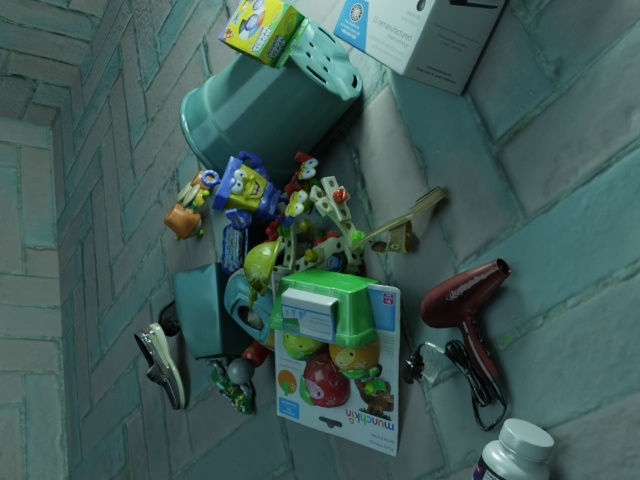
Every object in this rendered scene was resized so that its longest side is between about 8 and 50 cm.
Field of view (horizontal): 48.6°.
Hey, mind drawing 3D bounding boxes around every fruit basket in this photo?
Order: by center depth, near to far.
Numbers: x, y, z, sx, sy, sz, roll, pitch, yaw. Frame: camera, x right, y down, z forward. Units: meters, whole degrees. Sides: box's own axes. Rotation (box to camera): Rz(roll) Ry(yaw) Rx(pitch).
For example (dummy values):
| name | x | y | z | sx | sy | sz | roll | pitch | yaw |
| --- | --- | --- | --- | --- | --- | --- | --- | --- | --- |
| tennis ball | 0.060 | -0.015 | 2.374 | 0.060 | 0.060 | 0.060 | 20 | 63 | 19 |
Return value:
| name | x | y | z | sx | sy | sz | roll | pitch | yaw |
| --- | --- | --- | --- | --- | --- | --- | --- | --- | --- |
| fruit basket | 0.016 | 0.244 | 1.467 | 0.327 | 0.165 | 0.352 | 9 | 100 | 37 |

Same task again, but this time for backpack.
| name | x | y | z | sx | sy | sz | roll | pitch | yaw |
| --- | --- | --- | --- | --- | --- | --- | --- | --- | --- |
| backpack | -0.193 | 0.027 | 1.794 | 0.173 | 0.117 | 0.158 | -14 | 71 | 61 |

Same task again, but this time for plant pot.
| name | x | y | z | sx | sy | sz | roll | pitch | yaw |
| --- | --- | --- | --- | --- | --- | --- | --- | --- | --- |
| plant pot | -0.102 | -0.333 | 1.679 | 0.334 | 0.341 | 0.341 | -40 | 52 | 34 |
| plant pot | -0.279 | 0.196 | 1.911 | 0.166 | 0.165 | 0.234 | -15 | 75 | 30 |

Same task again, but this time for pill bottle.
| name | x | y | z | sx | sy | sz | roll | pitch | yaw |
| --- | --- | --- | --- | --- | --- | --- | --- | --- | --- |
| pill bottle | 0.296 | 0.387 | 1.123 | 0.108 | 0.108 | 0.193 | 35 | 112 | 52 |

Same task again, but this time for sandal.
| name | x | y | z | sx | sy | sz | roll | pitch | yaw |
| --- | --- | --- | --- | --- | --- | --- | --- | --- | --- |
| sandal | 0.165 | -0.012 | 1.424 | 0.240 | 0.088 | 0.079 | -36 | 91 | 30 |

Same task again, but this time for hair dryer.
| name | x | y | z | sx | sy | sz | roll | pitch | yaw |
| --- | --- | --- | --- | --- | --- | --- | --- | --- | --- |
| hair dryer | 0.271 | 0.165 | 1.262 | 0.224 | 0.080 | 0.293 | 24 | 108 | 38 |

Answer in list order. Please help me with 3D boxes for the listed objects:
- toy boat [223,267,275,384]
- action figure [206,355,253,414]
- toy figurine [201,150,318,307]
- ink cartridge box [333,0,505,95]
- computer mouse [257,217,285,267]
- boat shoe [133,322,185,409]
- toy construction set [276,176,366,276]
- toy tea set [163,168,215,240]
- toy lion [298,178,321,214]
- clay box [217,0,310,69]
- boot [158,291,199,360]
| name | x | y | z | sx | sy | sz | roll | pitch | yaw |
| --- | --- | --- | --- | --- | --- | --- | --- | --- | --- |
| toy boat | -0.139 | 0.225 | 1.698 | 0.268 | 0.148 | 0.318 | 35 | 137 | 11 |
| action figure | -0.240 | 0.390 | 1.932 | 0.232 | 0.064 | 0.137 | 47 | 117 | 44 |
| toy figurine | -0.171 | -0.064 | 1.525 | 0.191 | 0.217 | 0.362 | -42 | 26 | 57 |
| ink cartridge box | 0.222 | -0.526 | 1.371 | 0.285 | 0.166 | 0.394 | 47 | 120 | 48 |
| computer mouse | -0.149 | 0.004 | 1.892 | 0.262 | 0.060 | 0.184 | 57 | 136 | 40 |
| boat shoe | -0.505 | 0.402 | 2.218 | 0.103 | 0.092 | 0.285 | -35 | 75 | 59 |
| toy construction set | 0.000 | 0.000 | 1.609 | 0.327 | 0.151 | 0.215 | 134 | 133 | -55 |
| toy tea set | -0.358 | -0.124 | 2.194 | 0.336 | 0.124 | 0.200 | -31 | 29 | 52 |
| toy lion | -0.031 | -0.122 | 1.768 | 0.100 | 0.034 | 0.096 | -37 | 46 | 45 |
| clay box | -0.122 | -0.447 | 1.500 | 0.222 | 0.053 | 0.127 | 37 | 97 | 48 |
| boot | -0.406 | 0.273 | 2.168 | 0.263 | 0.091 | 0.229 | -60 | 45 | 34 |
